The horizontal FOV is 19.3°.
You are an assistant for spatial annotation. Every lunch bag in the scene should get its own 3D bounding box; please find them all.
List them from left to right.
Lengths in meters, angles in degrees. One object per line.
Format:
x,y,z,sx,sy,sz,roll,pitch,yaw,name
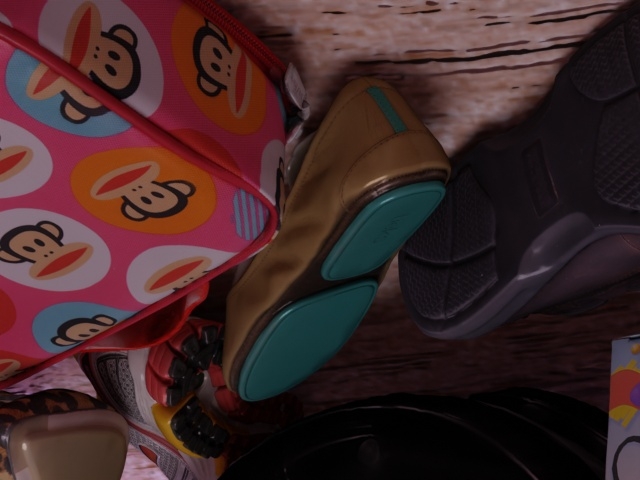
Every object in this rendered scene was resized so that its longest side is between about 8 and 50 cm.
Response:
-0.157,-0.027,0.897,0.293,0.120,0.258,-26,134,36,lunch bag

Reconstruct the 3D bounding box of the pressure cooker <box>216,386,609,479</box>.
0.127,0.301,1.078,0.375,0.370,0.420,-28,144,30,pressure cooker

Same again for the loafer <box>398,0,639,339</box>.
0.153,-0.033,0.876,0.095,0.109,0.302,5,156,-33,loafer

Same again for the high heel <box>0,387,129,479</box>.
-0.195,0.111,1.059,0.186,0.093,0.261,24,166,17,high heel

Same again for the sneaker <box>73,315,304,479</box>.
-0.075,0.097,1.105,0.092,0.088,0.225,22,156,26,sneaker

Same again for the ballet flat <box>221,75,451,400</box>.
0.000,0.000,0.958,0.080,0.073,0.232,-11,154,-32,ballet flat

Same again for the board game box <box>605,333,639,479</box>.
0.265,0.146,0.882,0.144,0.142,0.275,-14,149,40,board game box
